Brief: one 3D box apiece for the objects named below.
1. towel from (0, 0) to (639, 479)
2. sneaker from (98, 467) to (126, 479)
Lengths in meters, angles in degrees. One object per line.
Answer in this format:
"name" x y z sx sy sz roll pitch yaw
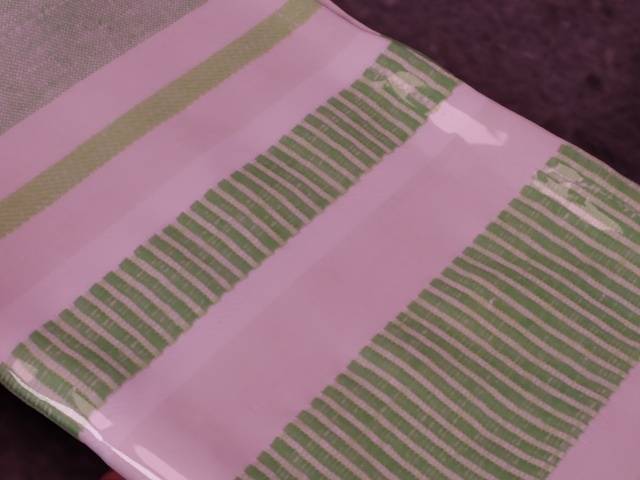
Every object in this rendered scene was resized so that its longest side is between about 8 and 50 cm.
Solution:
"towel" 0.000 0.000 0.533 0.325 0.038 0.248 36 48 12
"sneaker" -0.081 0.168 0.434 0.098 0.135 0.276 24 64 8
